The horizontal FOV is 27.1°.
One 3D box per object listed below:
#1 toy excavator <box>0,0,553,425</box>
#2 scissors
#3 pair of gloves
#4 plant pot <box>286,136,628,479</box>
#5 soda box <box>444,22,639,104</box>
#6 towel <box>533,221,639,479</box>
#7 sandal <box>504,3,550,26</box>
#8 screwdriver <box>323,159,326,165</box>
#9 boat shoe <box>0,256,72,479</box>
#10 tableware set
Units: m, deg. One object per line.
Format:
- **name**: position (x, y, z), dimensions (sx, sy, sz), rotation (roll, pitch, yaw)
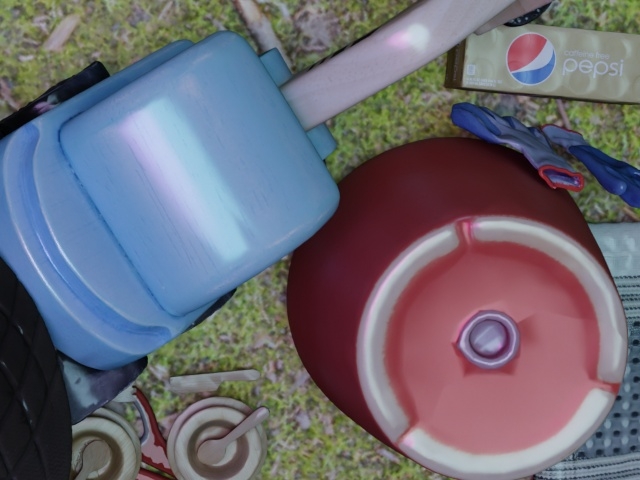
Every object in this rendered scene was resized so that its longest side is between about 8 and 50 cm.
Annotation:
- **toy excavator**: position (-0.035, -0.086, 0.991), dimensions (0.445, 0.433, 0.222), rotation (-23, 102, 33)
- **scissors**: position (-0.105, 0.228, 1.161), dimensions (0.297, 0.021, 0.109), rotation (35, 86, -13)
- **pair of gloves**: position (0.205, -0.067, 1.109), dimensions (0.198, 0.159, 0.023), rotation (13, 111, -31)
- **plant pot**: position (0.113, 0.059, 1.039), dimensions (0.275, 0.243, 0.274), rotation (0, 98, -3)
- **soda box**: position (0.204, -0.155, 1.160), dimensions (0.181, 0.058, 0.061), rotation (4, 94, -10)
- **towel**: position (0.354, 0.133, 1.217), dimensions (0.324, 0.056, 0.312), rotation (0, 95, -11)
- **sandal**: position (0.164, -0.263, 1.143), dimensions (0.067, 0.040, 0.179), rotation (2, 72, -18)
- **screwdriver**: position (0.000, 0.000, 1.161), dimensions (0.024, 0.025, 0.169), rotation (-8, 105, -10)
- **boat shoe**: position (-0.274, 0.041, 0.838), dimensions (0.120, 0.122, 0.324), rotation (-27, 91, 32)
- **tableware set**: position (-0.139, 0.182, 1.119), dimensions (0.194, 0.039, 0.128), rotation (-4, 95, -11)
